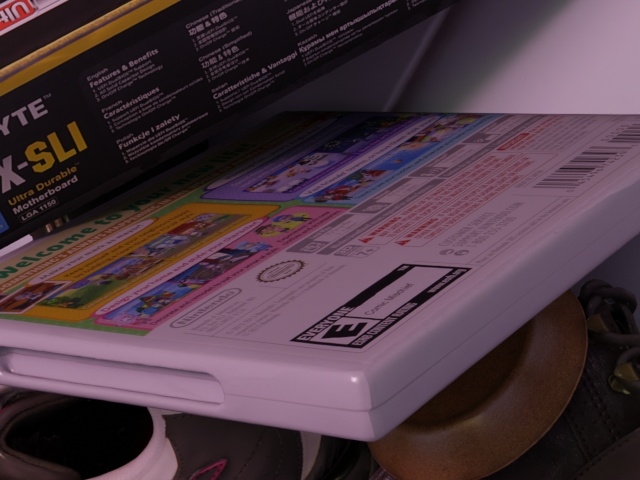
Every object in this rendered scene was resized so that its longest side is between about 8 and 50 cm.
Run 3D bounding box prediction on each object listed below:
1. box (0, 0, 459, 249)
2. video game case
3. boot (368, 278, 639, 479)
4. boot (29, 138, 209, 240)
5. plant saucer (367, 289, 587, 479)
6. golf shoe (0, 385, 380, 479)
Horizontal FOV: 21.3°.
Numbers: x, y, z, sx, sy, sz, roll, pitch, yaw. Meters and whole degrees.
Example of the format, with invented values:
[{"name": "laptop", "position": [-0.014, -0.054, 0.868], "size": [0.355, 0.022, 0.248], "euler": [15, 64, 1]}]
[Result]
[{"name": "box", "position": [-0.062, -0.160, 0.649], "size": [0.322, 0.079, 0.257], "euler": [-29, 50, -8]}, {"name": "video game case", "position": [0.000, 0.000, 0.558], "size": [0.193, 0.212, 0.023], "euler": [4, 114, 38]}, {"name": "boot", "position": [0.122, 0.093, 0.488], "size": [0.263, 0.091, 0.229], "euler": [-37, 45, 11]}, {"name": "boot", "position": [-0.050, -0.063, 0.693], "size": [0.137, 0.077, 0.198], "euler": [-23, 60, 23]}, {"name": "plant saucer", "position": [0.045, 0.039, 0.544], "size": [0.083, 0.015, 0.083], "euler": [-25, 40, 23]}, {"name": "golf shoe", "position": [-0.109, 0.090, 0.643], "size": [0.273, 0.120, 0.105], "euler": [-29, 59, 27]}]
